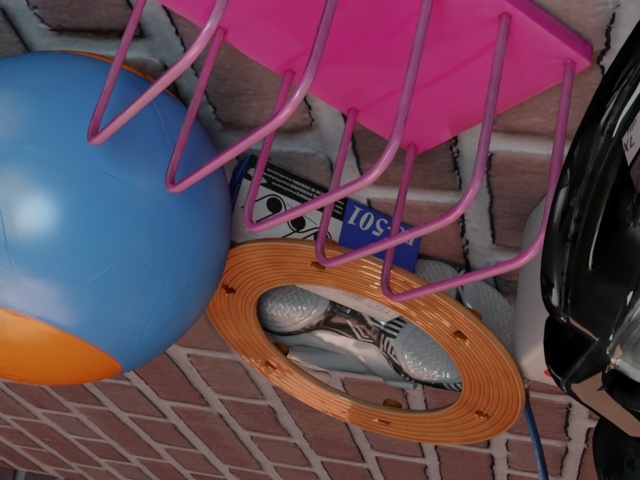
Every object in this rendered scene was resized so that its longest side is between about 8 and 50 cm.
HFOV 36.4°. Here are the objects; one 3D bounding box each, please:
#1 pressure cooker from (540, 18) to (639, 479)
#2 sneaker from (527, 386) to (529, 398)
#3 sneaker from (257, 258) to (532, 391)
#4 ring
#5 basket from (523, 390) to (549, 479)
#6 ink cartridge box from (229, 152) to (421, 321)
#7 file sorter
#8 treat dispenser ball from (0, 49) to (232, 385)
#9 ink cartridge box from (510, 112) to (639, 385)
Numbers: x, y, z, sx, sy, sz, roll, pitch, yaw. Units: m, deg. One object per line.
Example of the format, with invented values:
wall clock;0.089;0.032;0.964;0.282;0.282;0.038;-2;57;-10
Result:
pressure cooker;0.332;-0.002;0.447;0.420;0.369;0.375;33;157;-7
sneaker;0.223;0.175;1.270;0.085;0.058;0.152;-5;156;17
sneaker;0.058;0.106;1.134;0.366;0.137;0.210;19;154;1
ring;0.039;0.101;0.959;0.337;0.032;0.336;20;147;13
basket;0.367;0.204;1.059;0.289;0.254;0.201;-24;144;26
ink cartridge box;0.000;0.000;0.988;0.207;0.097;0.046;23;153;-20
file sorter;0.011;-0.099;0.693;0.291;0.182;0.202;28;151;-26
treat dispenser ball;-0.221;-0.019;0.840;0.288;0.288;0.288;11;153;5
ink cartridge box;0.394;0.050;0.824;0.395;0.166;0.285;15;154;-2
